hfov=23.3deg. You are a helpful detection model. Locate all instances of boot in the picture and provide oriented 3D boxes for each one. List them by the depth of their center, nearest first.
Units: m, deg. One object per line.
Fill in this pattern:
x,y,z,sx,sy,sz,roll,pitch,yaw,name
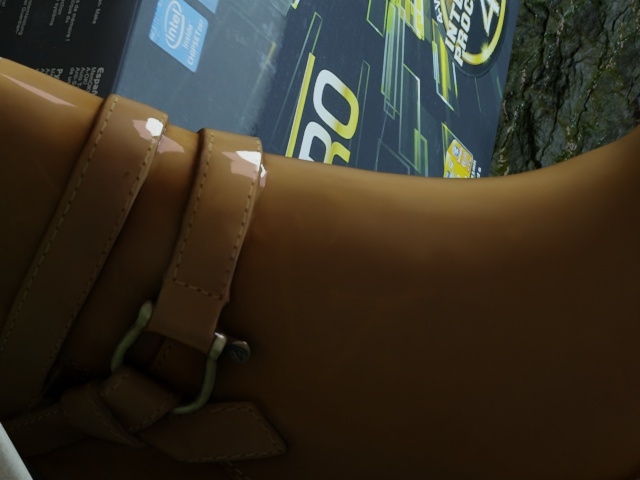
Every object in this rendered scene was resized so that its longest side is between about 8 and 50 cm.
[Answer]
0.000,0.000,0.456,0.220,0.283,0.109,34,38,-11,boot

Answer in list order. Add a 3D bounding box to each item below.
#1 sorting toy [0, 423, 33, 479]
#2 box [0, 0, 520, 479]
-0.126,0.062,0.287,0.347,0.047,0.196,61,19,-3,sorting toy
-0.026,-0.054,0.729,0.097,0.395,0.318,1,-21,33,box
